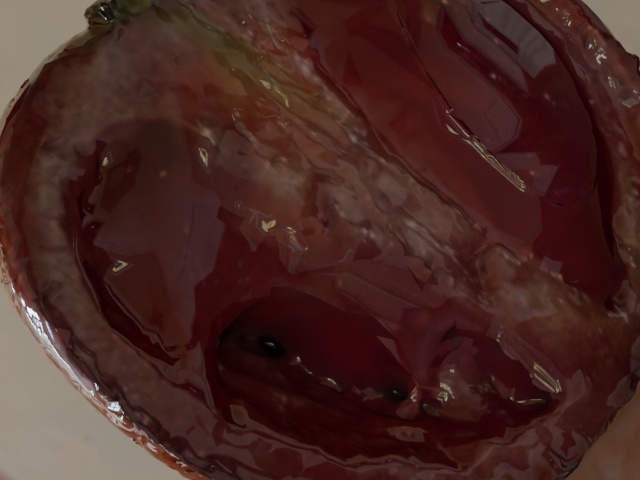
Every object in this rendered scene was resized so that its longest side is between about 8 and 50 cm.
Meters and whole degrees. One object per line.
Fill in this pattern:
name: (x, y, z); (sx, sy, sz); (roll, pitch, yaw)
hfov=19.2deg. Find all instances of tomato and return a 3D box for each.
tomato: (0.000, 0.000, 0.517); (0.189, 0.173, 0.099); (-47, 4, -29)
